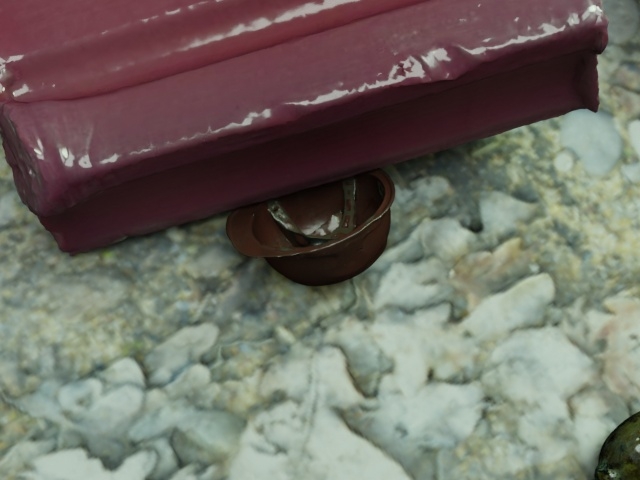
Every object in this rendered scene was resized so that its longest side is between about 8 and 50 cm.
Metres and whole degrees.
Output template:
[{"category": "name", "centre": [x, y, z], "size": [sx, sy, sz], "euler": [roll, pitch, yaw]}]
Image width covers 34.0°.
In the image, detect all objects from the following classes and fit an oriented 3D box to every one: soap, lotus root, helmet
[{"category": "soap", "centre": [-0.031, -0.152, 0.656], "size": [0.359, 0.128, 0.233], "euler": [-16, 70, 4]}, {"category": "lotus root", "centre": [0.209, 0.129, 0.650], "size": [0.099, 0.054, 0.049], "euler": [-22, 79, -13]}, {"category": "helmet", "centre": [0.000, 0.000, 0.680], "size": [0.111, 0.057, 0.089], "euler": [-18, 37, 0]}]
